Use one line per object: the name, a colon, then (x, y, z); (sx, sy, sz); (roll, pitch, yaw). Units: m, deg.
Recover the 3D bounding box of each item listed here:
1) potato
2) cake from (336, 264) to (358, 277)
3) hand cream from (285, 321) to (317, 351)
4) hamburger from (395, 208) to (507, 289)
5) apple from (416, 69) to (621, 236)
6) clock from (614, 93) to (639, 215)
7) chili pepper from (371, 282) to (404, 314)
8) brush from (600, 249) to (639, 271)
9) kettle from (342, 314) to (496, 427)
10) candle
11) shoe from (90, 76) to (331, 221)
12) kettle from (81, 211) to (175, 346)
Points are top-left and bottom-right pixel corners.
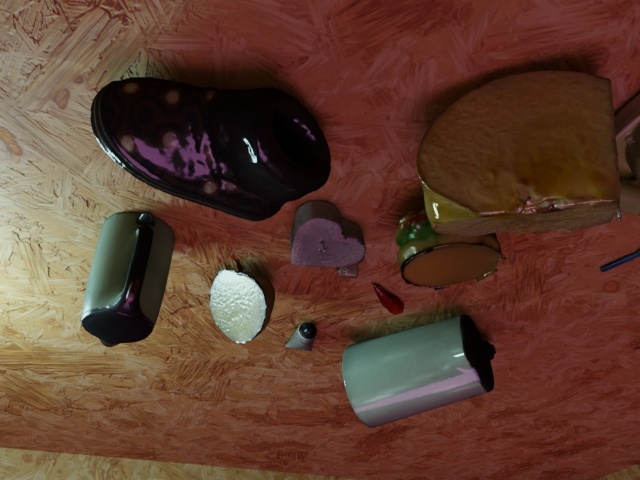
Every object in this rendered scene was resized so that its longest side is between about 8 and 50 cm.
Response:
potato: (-0.173, 0.149, 1.441); (0.117, 0.182, 0.202); (-16, 141, -49)
cake: (0.067, 0.078, 1.404); (0.052, 0.065, 0.121); (0, 150, 3)
hand cream: (-0.051, 0.292, 1.698); (0.087, 0.054, 0.186); (10, 149, -7)
hamburger: (0.266, -0.006, 1.215); (0.237, 0.148, 0.237); (-2, 153, -1)
apple: (0.336, -0.114, 0.982); (0.309, 0.252, 0.313); (-2, 124, 22)
clock: (0.668, -0.180, 1.009); (0.286, 0.117, 0.348); (9, 142, -13)
chili pepper: (0.181, 0.159, 1.536); (0.045, 0.027, 0.178); (-18, 138, 23)
brush: (0.758, 0.039, 1.395); (0.051, 0.014, 0.164); (28, 135, -31)
kettle: (0.307, 0.378, 1.692); (0.377, 0.249, 0.361); (-23, 159, 23)
candle: (0.000, 0.000, 1.284); (0.169, 0.068, 0.192); (-27, 135, 26)
shoe: (-0.164, -0.172, 0.959); (0.384, 0.171, 0.237); (27, 142, -34)
kettle: (-0.404, 0.070, 1.218); (0.165, 0.255, 0.240); (18, 139, -20)
